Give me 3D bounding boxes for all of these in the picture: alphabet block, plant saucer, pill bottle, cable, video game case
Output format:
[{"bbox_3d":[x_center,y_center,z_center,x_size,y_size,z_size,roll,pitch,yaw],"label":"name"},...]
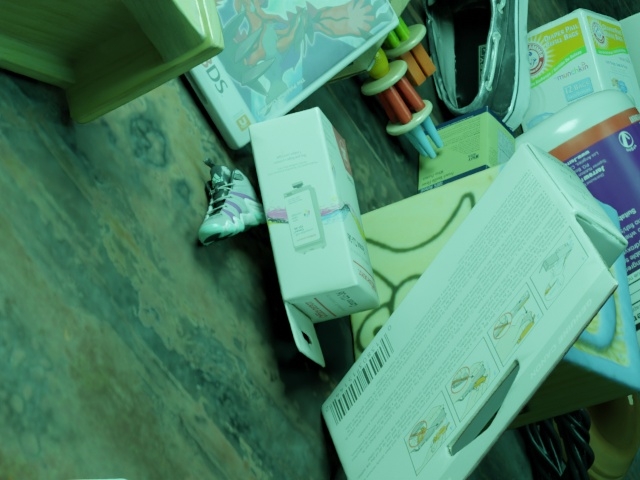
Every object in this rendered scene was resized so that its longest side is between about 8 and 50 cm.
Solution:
[{"bbox_3d":[0.157,0.060,1.706,0.193,0.197,0.192,26,53,-49],"label":"alphabet block"},{"bbox_3d":[0.295,0.166,2.014,0.200,0.037,0.200,33,48,-44],"label":"plant saucer"},{"bbox_3d":[0.318,0.016,1.944,0.323,0.181,0.181,59,31,5],"label":"pill bottle"},{"bbox_3d":[0.234,0.194,1.827,0.150,0.047,0.185,-159,-124,-73],"label":"cable"},{"bbox_3d":[-0.046,-0.209,1.606,0.201,0.023,0.183,-40,112,-23],"label":"video game case"}]

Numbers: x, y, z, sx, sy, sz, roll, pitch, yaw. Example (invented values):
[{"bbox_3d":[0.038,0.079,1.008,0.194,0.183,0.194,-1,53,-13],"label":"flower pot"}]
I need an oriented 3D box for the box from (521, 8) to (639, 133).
[{"bbox_3d":[0.298,-0.145,2.119,0.103,0.114,0.203,5,68,-55],"label":"box"}]

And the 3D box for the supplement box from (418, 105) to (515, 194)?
[{"bbox_3d":[0.148,-0.076,1.876,0.056,0.083,0.083,39,42,-40],"label":"supplement box"}]

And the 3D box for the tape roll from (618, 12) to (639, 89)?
[{"bbox_3d":[0.465,-0.212,2.293,0.246,0.246,0.169,-19,88,-59],"label":"tape roll"}]

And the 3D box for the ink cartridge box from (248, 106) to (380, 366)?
[{"bbox_3d":[0.000,0.000,1.587,0.115,0.067,0.198,41,36,-73],"label":"ink cartridge box"}]

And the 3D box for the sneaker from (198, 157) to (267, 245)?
[{"bbox_3d":[-0.084,-0.036,1.544,0.069,0.038,0.098,68,22,0],"label":"sneaker"}]

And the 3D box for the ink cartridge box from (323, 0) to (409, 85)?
[{"bbox_3d":[0.005,-0.286,1.748,0.193,0.088,0.235,56,41,-23],"label":"ink cartridge box"}]

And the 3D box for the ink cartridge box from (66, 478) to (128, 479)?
[{"bbox_3d":[-0.124,0.242,1.314,0.179,0.045,0.145,7,67,-53],"label":"ink cartridge box"}]

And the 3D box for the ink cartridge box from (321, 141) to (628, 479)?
[{"bbox_3d":[0.128,0.099,1.465,0.066,0.296,0.261,29,18,-23],"label":"ink cartridge box"}]

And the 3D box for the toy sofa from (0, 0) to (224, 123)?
[{"bbox_3d":[-0.241,-0.219,1.292,0.362,0.150,0.177,15,56,-54],"label":"toy sofa"}]

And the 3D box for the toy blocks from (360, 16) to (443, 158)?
[{"bbox_3d":[0.083,-0.163,1.855,0.148,0.054,0.123,56,34,-22],"label":"toy blocks"}]

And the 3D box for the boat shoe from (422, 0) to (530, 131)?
[{"bbox_3d":[0.155,-0.261,1.984,0.102,0.108,0.301,21,63,-53],"label":"boat shoe"}]
